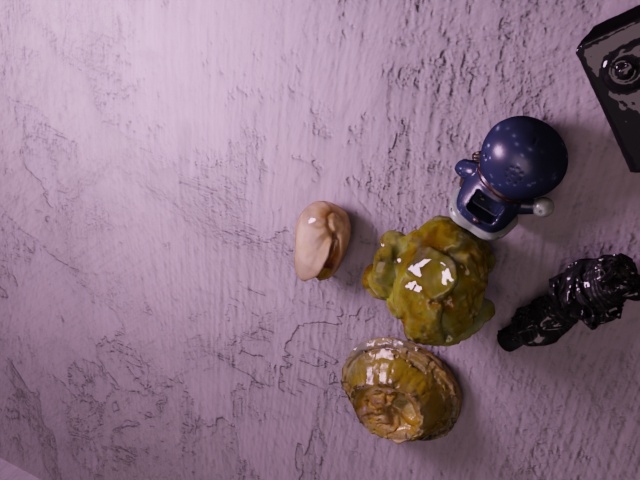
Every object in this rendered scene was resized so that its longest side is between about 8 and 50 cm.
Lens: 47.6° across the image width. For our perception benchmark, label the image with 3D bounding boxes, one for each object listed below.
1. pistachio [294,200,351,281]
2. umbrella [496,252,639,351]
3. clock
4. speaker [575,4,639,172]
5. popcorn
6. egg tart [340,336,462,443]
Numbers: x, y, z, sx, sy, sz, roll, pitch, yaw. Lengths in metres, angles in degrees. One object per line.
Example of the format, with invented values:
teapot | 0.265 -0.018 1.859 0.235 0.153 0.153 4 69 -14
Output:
pistachio | 0.000 0.000 1.615 0.145 0.117 0.201 57 147 39
umbrella | 0.467 0.141 1.425 0.336 0.154 0.128 -37 56 36
clock | 0.353 -0.117 1.348 0.199 0.146 0.243 38 134 10
speaker | 0.571 -0.266 1.123 0.253 0.184 0.232 -20 105 36
popcorn | 0.223 0.073 1.477 0.276 0.277 0.225 -10 148 31
egg tart | 0.178 0.373 1.719 0.314 0.120 0.315 12 121 20
